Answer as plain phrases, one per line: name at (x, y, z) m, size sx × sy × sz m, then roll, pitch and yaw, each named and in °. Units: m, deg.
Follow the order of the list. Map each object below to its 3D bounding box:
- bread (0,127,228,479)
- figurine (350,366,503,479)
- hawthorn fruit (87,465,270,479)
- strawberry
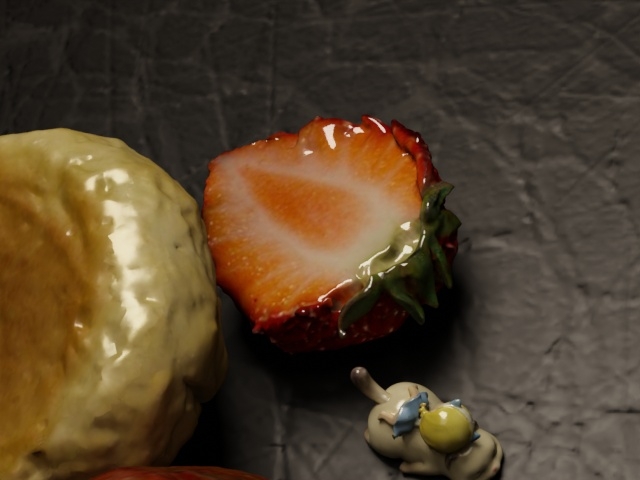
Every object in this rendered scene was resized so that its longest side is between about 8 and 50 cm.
bread at (-0.150, 0.060, 0.996) m, size 0.244 × 0.134 × 0.244 m, roll -11°, pitch 67°, yaw 27°
figurine at (0.054, 0.096, 0.956) m, size 0.083 × 0.050 × 0.047 m, roll 20°, pitch 70°, yaw 32°
hawthorn fruit at (-0.065, 0.191, 0.797) m, size 0.224 × 0.261 × 0.224 m, roll 6°, pitch 60°, yaw -10°
strawberry at (0.000, 0.000, 1.030) m, size 0.146 × 0.082 × 0.187 m, roll -42°, pitch 45°, yaw -18°
